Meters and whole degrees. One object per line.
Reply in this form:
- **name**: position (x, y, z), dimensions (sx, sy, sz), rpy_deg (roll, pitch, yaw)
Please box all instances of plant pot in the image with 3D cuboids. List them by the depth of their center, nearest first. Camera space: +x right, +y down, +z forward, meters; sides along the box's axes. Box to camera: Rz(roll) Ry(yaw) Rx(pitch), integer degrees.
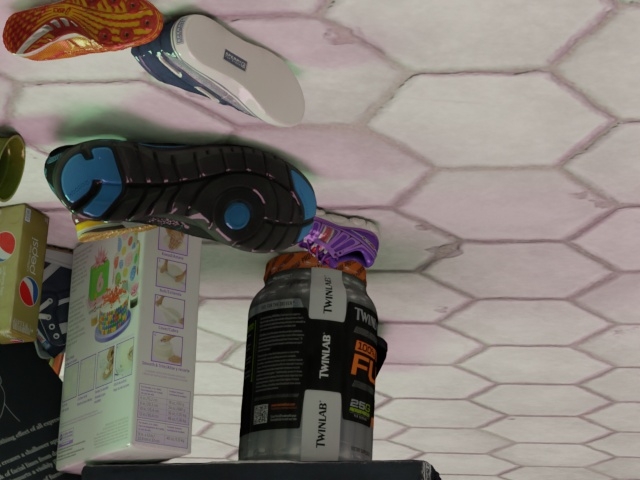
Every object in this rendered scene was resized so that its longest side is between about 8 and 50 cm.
- **plant pot**: position (-0.410, -0.094, 1.703), dimensions (0.079, 0.083, 0.083), rpy_deg (13, 161, 9)

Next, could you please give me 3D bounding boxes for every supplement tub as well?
- **supplement tub**: position (-0.015, 0.188, 2.043), dimensions (0.194, 0.316, 0.193), rpy_deg (2, 161, 1)

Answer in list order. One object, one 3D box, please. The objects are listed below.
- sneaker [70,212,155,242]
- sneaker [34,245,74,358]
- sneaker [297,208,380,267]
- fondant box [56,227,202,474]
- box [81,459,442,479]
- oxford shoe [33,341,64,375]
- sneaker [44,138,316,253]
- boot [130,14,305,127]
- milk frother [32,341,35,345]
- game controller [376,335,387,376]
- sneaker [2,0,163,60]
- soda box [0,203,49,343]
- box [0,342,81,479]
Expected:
- **sneaker**: position (-0.239, -0.053, 1.800), dimensions (0.070, 0.084, 0.185), rpy_deg (-16, 178, 40)
- **sneaker**: position (-0.442, 0.084, 2.065), dimensions (0.282, 0.153, 0.099), rpy_deg (12, 159, -19)
- **sneaker**: position (0.000, 0.000, 1.884), dimensions (0.170, 0.071, 0.068), rpy_deg (9, 159, -13)
- **fondant box**: position (-0.264, 0.144, 1.943), dimensions (0.096, 0.330, 0.238), rpy_deg (12, 158, -32)
- **box**: position (-0.070, 0.551, 1.888), dimensions (0.480, 0.471, 0.297), rpy_deg (-2, 161, 10)
- **oxford shoe**: position (-0.546, 0.225, 2.470), dimensions (0.133, 0.130, 0.364), rpy_deg (20, 162, -24)
- **sneaker**: position (-0.166, -0.070, 1.710), dimensions (0.341, 0.125, 0.140), rpy_deg (12, -175, -27)
- **boot**: position (-0.103, -0.172, 1.460), dimensions (0.086, 0.069, 0.190), rpy_deg (-5, 151, 41)
- **milk frother**: position (-0.523, 0.135, 2.320), dimensions (0.143, 0.129, 0.134), rpy_deg (22, 142, 50)
- **game controller**: position (0.020, 0.208, 2.451), dimensions (0.166, 0.067, 0.319), rpy_deg (5, 159, -3)
- **sneaker**: position (-0.228, -0.212, 1.389), dimensions (0.175, 0.064, 0.067), rpy_deg (0, 180, 25)
- **soda box**: position (-0.418, 0.047, 1.921), dimensions (0.061, 0.181, 0.058), rpy_deg (-7, 158, 26)
- **box**: position (-0.530, 0.294, 2.053), dimensions (0.293, 0.395, 0.212), rpy_deg (-19, 151, -46)
